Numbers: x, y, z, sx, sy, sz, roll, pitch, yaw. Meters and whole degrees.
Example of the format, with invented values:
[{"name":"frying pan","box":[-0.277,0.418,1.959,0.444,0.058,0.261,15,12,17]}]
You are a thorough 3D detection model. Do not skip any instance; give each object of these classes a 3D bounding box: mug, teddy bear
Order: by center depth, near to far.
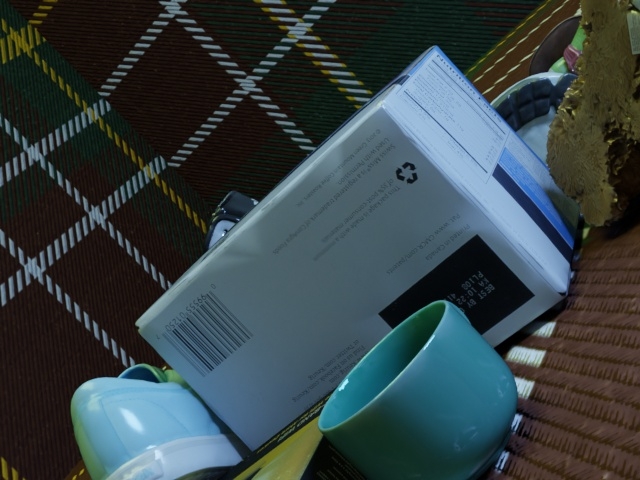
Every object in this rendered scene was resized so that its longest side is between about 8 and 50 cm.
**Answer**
[{"name":"mug","box":[0.086,0.113,0.758,0.158,0.097,0.129,-46,5,-20]},{"name":"teddy bear","box":[0.282,-0.167,0.850,0.113,0.338,0.245,-12,31,-19]}]

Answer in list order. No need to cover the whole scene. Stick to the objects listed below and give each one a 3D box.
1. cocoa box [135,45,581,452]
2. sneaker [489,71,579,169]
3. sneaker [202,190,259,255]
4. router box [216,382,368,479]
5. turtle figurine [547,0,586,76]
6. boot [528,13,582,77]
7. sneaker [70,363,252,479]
[{"name":"cocoa box","box":[0.044,0.024,1.019,0.347,0.231,0.228,-41,5,28]},{"name":"sneaker","box":[0.161,-0.046,1.224,0.410,0.158,0.182,-34,5,21]},{"name":"sneaker","box":[-0.001,0.001,1.388,0.447,0.257,0.169,-42,6,22]},{"name":"router box","box":[-0.078,0.271,0.855,0.309,0.081,0.243,-42,6,27]},{"name":"turtle figurine","box":[0.391,-0.253,1.249,0.266,0.274,0.198,113,169,-45]},{"name":"boot","box":[0.371,-0.265,1.522,0.248,0.090,0.207,-34,9,43]},{"name":"sneaker","box":[-0.135,0.189,1.081,0.135,0.150,0.366,-32,-16,4]}]
